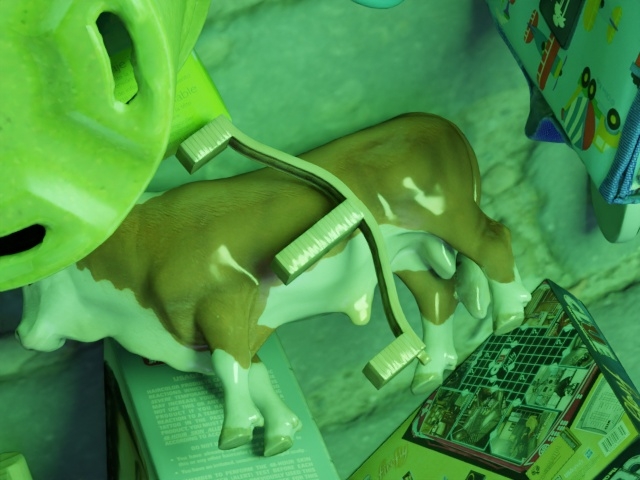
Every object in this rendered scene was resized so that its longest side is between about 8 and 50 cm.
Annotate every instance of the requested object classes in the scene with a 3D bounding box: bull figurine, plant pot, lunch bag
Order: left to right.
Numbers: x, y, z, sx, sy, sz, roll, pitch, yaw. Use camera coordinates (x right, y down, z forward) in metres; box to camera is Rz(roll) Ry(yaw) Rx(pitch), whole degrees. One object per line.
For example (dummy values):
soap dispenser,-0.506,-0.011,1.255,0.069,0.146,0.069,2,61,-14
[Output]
plant pot,-0.168,-0.106,0.837,0.276,0.254,0.276,-4,116,-9
bull figurine,-0.029,0.024,1.104,0.310,0.188,0.101,-23,160,-10
lunch bag,0.190,-0.175,0.987,0.138,0.221,0.293,9,123,-27

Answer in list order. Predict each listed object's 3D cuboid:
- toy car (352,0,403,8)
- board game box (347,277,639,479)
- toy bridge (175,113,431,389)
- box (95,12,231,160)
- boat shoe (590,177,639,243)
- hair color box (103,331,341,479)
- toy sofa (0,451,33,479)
toy car,0.005,-0.276,0.861,0.238,0.210,0.219,27,127,-22
board game box,0.120,0.167,1.281,0.042,0.165,0.243,28,114,-36
toy bridge,0.000,0.000,1.046,0.063,0.188,0.026,-39,172,-19
box,-0.135,-0.113,1.030,0.109,0.042,0.178,-27,131,1
boat shoe,0.233,-0.077,1.189,0.083,0.065,0.183,-6,129,-15
hair color box,-0.040,0.225,1.122,0.113,0.374,0.185,-8,130,-16
toy sofa,-0.349,0.271,1.216,0.362,0.177,0.150,-19,109,-5
